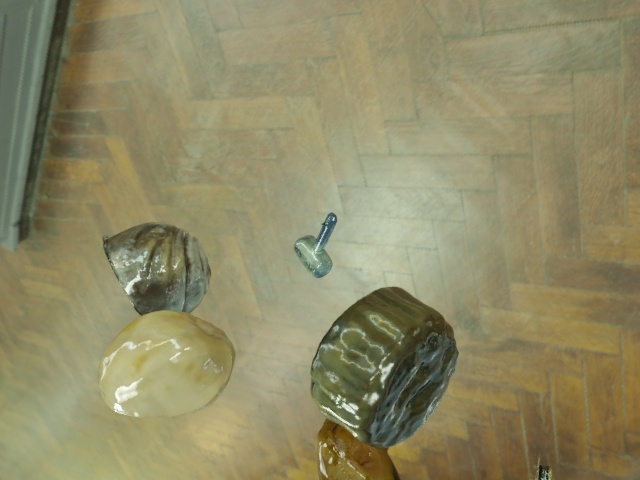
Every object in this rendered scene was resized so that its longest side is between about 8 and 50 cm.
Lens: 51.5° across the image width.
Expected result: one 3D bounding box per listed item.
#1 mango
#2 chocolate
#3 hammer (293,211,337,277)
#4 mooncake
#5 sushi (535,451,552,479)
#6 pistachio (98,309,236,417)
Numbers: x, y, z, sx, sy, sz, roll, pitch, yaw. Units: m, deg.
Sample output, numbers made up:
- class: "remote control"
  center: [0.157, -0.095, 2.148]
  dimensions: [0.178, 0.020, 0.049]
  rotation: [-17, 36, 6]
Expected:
- class: "mango"
  center: [0.086, 0.582, 1.700]
  dimensions: [0.152, 0.201, 0.287]
  rotation: [114, 149, -42]
- class: "chocolate"
  center: [-0.404, 0.066, 1.740]
  dimensions: [0.303, 0.213, 0.303]
  rotation: [60, 176, 8]
- class: "hammer"
  center: [0.000, 0.000, 1.645]
  dimensions: [0.116, 0.069, 0.194]
  rotation: [54, 141, 26]
- class: "mooncake"
  center: [0.125, 0.236, 1.230]
  dimensions: [0.161, 0.290, 0.290]
  rotation: [31, 138, 37]
- class: "sushi"
  center: [0.375, 0.442, 1.125]
  dimensions: [0.026, 0.126, 0.120]
  rotation: [9, 110, 18]
- class: "pistachio"
  center: [-0.321, 0.263, 1.407]
  dimensions: [0.309, 0.230, 0.230]
  rotation: [-25, 107, 19]
